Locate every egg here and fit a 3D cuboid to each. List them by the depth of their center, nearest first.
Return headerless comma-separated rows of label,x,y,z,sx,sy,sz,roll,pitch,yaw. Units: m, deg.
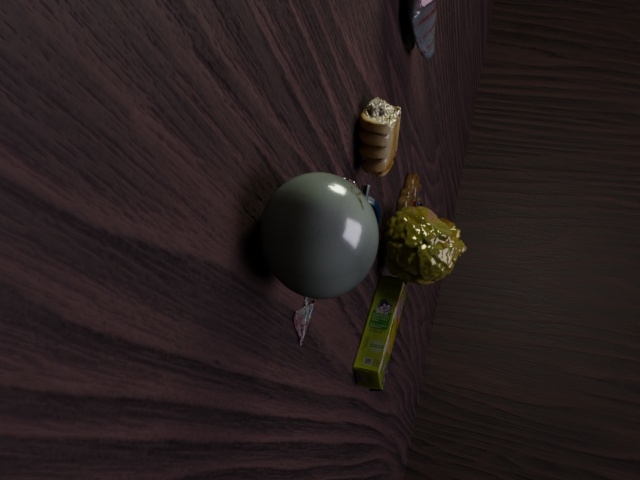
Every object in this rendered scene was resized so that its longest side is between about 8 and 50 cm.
egg,0.000,0.000,1.106,0.264,0.183,0.182,78,26,-64

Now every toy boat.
toy boat,0.280,-0.593,1.890,0.282,0.096,0.206,81,29,-50

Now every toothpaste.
toothpaste,0.174,0.262,2.032,0.110,0.077,0.327,74,29,-51

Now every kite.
kite,-0.029,0.134,1.392,0.139,0.011,0.156,-21,120,-74

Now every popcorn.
popcorn,0.292,0.022,2.042,0.212,0.259,0.259,-48,174,20

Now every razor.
razor,0.133,-0.073,1.774,0.191,0.037,0.068,57,43,-66

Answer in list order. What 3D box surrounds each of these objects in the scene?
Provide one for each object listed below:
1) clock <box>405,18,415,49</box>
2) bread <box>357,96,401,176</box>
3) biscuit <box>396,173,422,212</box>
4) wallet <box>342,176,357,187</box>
clock,0.248,-0.565,1.933,0.085,0.017,0.085,9,90,-74
bread,0.130,-0.230,1.593,0.119,0.084,0.177,-54,150,-54
biscuit,0.300,-0.120,2.311,0.320,0.047,0.183,25,78,-75
wallet,0.053,-0.070,1.506,0.153,0.039,0.118,45,58,-75
